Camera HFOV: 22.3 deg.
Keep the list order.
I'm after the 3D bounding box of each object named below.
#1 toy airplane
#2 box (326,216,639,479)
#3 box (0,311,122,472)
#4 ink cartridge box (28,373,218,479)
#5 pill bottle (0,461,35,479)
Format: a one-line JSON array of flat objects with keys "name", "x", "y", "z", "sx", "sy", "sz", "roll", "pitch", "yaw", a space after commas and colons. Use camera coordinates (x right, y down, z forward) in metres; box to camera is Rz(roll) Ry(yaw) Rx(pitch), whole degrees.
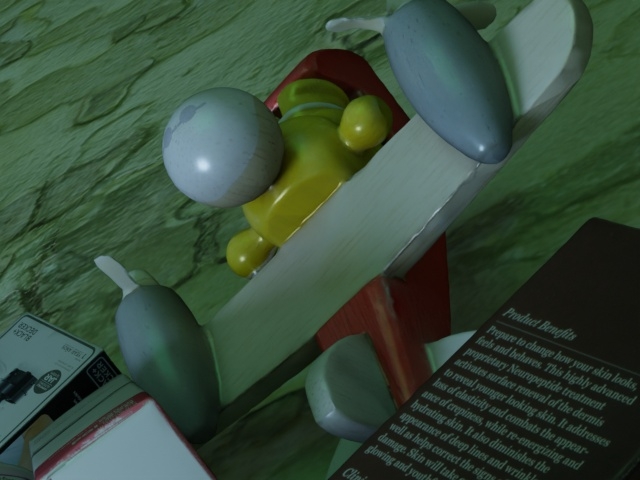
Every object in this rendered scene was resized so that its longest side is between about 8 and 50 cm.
[{"name": "toy airplane", "x": 0.000, "y": 0.000, "z": 1.165, "sx": 0.384, "sy": 0.272, "sz": 0.386, "roll": 0, "pitch": 60, "yaw": 62}, {"name": "box", "x": 0.118, "y": 0.168, "z": 0.925, "sx": 0.381, "sy": 0.143, "sz": 0.191, "roll": -44, "pitch": 29, "yaw": -15}, {"name": "box", "x": -0.298, "y": 0.201, "z": 1.370, "sx": 0.290, "sy": 0.087, "sz": 0.169, "roll": -44, "pitch": 29, "yaw": -20}, {"name": "ink cartridge box", "x": -0.108, "y": 0.178, "z": 1.056, "sx": 0.092, "sy": 0.158, "sz": 0.218, "roll": -38, "pitch": 6, "yaw": -11}, {"name": "pill bottle", "x": -0.201, "y": 0.275, "z": 1.063, "sx": 0.169, "sy": 0.169, "sz": 0.301, "roll": -38, "pitch": 28, "yaw": -8}]
